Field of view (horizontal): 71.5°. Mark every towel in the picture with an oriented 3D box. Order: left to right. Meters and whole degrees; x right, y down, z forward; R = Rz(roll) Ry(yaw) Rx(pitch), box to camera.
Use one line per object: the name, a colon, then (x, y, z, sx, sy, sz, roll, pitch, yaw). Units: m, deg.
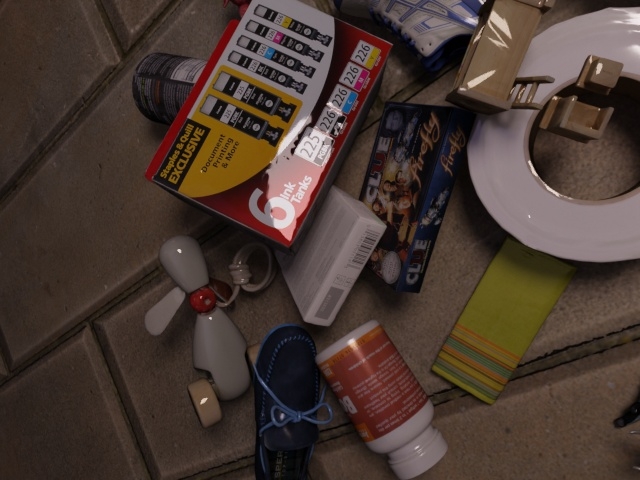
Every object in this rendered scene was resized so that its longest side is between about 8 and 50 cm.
towel: (0.259, 0.118, 0.645, 0.102, 0.021, 0.237, 29, 106, 18)

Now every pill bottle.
pill bottle: (-0.208, -0.257, 0.801, 0.246, 0.130, 0.130, 20, 103, 26)
pill bottle: (0.095, 0.241, 0.685, 0.121, 0.121, 0.216, -40, 75, 25)

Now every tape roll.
tape roll: (0.332, -0.119, 0.539, 0.286, 0.100, 0.286, 3, 96, 29)

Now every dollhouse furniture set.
dollhouse furniture set: (0.251, -0.219, 0.485, 0.161, 0.101, 0.182, 20, 104, 3)

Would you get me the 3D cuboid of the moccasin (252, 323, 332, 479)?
moccasin: (-0.042, 0.313, 0.755, 0.117, 0.138, 0.342, -139, 47, -66)

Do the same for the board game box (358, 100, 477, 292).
board game box: (0.116, -0.069, 0.638, 0.165, 0.042, 0.243, 40, 119, 61)

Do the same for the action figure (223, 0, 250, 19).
action figure: (-0.069, -0.529, 0.701, 0.276, 0.248, 0.370, 13, 101, 0)

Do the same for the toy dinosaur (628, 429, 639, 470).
toy dinosaur: (0.509, 0.312, 0.489, 0.160, 0.121, 0.313, -32, 92, 46)

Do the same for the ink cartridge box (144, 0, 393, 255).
ink cartridge box: (-0.091, -0.176, 0.640, 0.272, 0.130, 0.309, 26, 83, 3)

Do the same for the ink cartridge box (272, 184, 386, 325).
ink cartridge box: (0.000, 0.000, 0.724, 0.181, 0.056, 0.224, -63, 27, 18)

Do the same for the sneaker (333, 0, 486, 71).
sneaker: (0.138, -0.310, 0.620, 0.296, 0.112, 0.131, 19, 103, 27)

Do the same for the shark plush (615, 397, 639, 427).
shark plush: (0.439, 0.192, 0.536, 0.067, 0.073, 0.161, 36, 108, -11)

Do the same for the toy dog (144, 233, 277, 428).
toy dog: (-0.204, 0.160, 0.823, 0.161, 0.220, 0.333, -9, 82, 60)
